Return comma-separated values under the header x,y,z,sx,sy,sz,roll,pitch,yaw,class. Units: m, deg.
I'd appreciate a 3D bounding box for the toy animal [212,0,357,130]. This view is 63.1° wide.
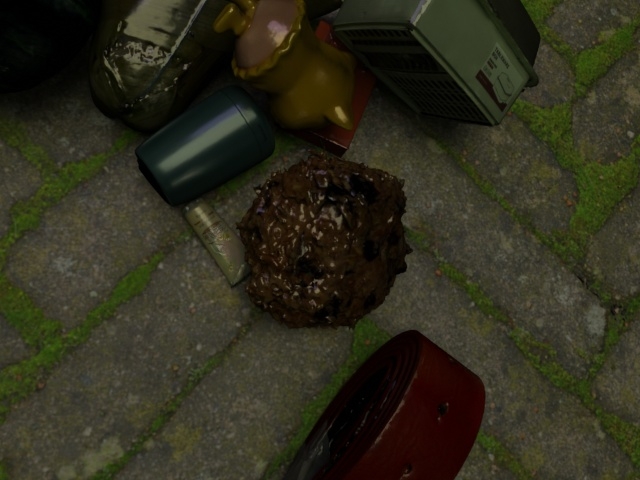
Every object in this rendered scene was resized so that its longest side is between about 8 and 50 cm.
x,y,z,sx,sy,sz,roll,pitch,yaw,class
-0.041,-0.252,0.724,0.230,0.156,0.156,28,72,-36,toy animal

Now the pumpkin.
x,y,z,sx,sy,sz,roll,pitch,yaw,class
-0.414,-0.326,0.661,0.315,0.238,0.315,-7,76,29,pumpkin

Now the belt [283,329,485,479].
x,y,z,sx,sy,sz,roll,pitch,yaw,class
0.068,0.274,0.683,0.115,0.227,0.324,39,93,-3,belt

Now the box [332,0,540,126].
x,y,z,sx,sy,sz,roll,pitch,yaw,class
0.178,-0.308,0.776,0.290,0.220,0.166,30,88,-41,box

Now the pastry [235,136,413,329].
x,y,z,sx,sy,sz,roll,pitch,yaw,class
0.000,0.000,0.743,0.275,0.193,0.275,-22,124,-36,pastry

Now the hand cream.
x,y,z,sx,sy,sz,roll,pitch,yaw,class
-0.153,-0.001,0.781,0.061,0.039,0.143,-40,95,-17,hand cream

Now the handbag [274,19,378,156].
x,y,z,sx,sy,sz,roll,pitch,yaw,class
0.018,-0.250,0.856,0.127,0.063,0.190,23,79,-8,handbag

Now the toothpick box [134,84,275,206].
x,y,z,sx,sy,sz,roll,pitch,yaw,class
-0.169,-0.133,0.757,0.184,0.120,0.120,-36,89,-15,toothpick box

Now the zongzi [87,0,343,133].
x,y,z,sx,sy,sz,roll,pitch,yaw,class
-0.145,-0.296,0.795,0.360,0.160,0.323,12,89,-26,zongzi
